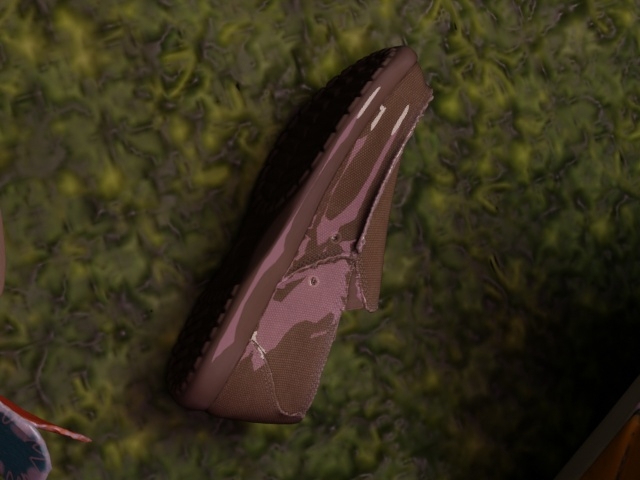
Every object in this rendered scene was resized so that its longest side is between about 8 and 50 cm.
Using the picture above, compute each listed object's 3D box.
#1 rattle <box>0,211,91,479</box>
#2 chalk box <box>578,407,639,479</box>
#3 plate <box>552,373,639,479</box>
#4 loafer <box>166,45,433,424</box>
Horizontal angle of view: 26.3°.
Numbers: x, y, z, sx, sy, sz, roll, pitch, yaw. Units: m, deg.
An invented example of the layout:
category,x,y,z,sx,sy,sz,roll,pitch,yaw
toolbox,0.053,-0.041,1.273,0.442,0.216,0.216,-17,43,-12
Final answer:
category,x,y,z,sx,sy,sz,roll,pitch,yaw
rattle,-0.156,-0.012,0.396,0.143,0.130,0.199,-14,119,-16
chalk box,0.161,0.221,0.396,0.289,0.179,0.180,38,102,-2
plate,0.237,0.044,0.515,0.278,0.277,0.045,11,38,-25
loafer,0.000,0.000,0.479,0.050,0.056,0.148,34,82,-21
